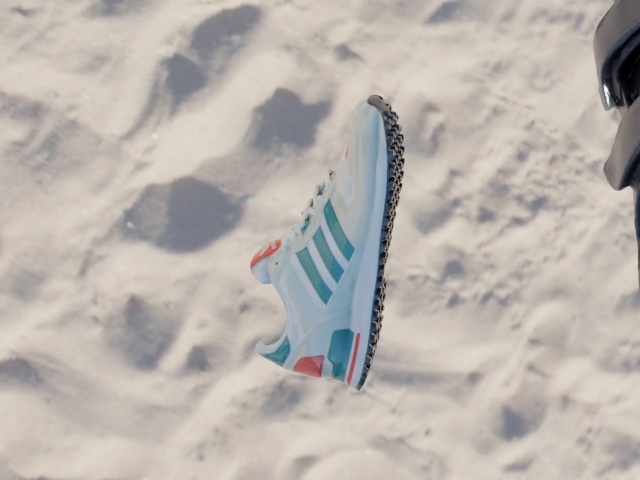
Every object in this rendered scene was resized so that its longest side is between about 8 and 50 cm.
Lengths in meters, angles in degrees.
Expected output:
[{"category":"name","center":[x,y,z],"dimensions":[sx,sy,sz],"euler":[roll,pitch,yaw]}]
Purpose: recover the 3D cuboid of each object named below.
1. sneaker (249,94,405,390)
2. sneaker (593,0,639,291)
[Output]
[{"category":"sneaker","center":[0.000,0.000,0.680],"dimensions":[0.075,0.057,0.161],"euler":[9,109,8]},{"category":"sneaker","center":[0.189,-0.075,0.617],"dimensions":[0.127,0.126,0.321],"euler":[38,43,-6]}]
